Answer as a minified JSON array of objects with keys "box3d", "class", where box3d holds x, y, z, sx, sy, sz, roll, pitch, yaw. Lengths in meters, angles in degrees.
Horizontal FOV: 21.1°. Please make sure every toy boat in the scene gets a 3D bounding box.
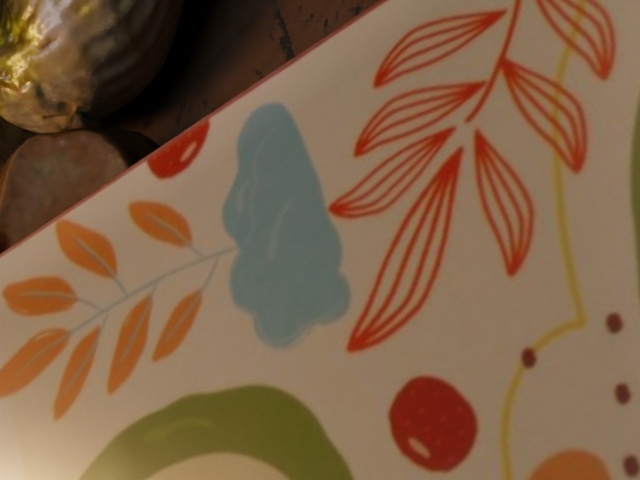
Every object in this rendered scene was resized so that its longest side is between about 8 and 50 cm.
[{"box3d":[-0.104,0.069,0.752,0.108,0.099,0.293,-8,62,8],"class":"toy boat"}]

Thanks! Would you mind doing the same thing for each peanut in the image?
[{"box3d":[-0.093,-0.143,0.843,0.087,0.087,0.207,29,87,43],"class":"peanut"}]

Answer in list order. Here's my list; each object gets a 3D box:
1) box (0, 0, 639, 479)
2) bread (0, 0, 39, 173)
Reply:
[{"box3d":[0.031,0.127,0.497,0.385,0.122,0.345,-31,59,25],"class":"box"},{"box3d":[-0.275,-0.100,0.918,0.264,0.163,0.168,-13,64,35],"class":"bread"}]
